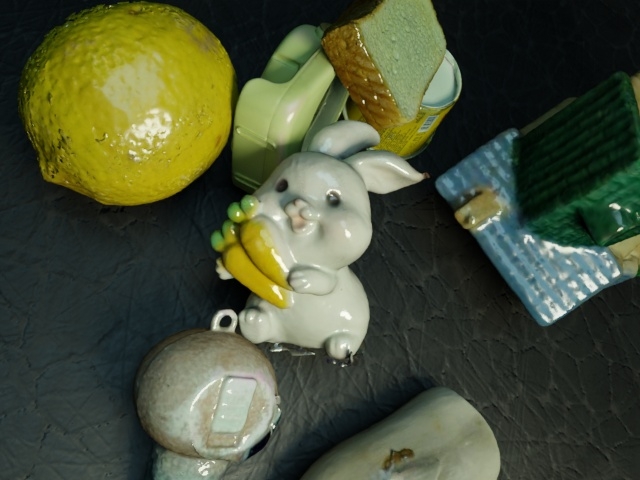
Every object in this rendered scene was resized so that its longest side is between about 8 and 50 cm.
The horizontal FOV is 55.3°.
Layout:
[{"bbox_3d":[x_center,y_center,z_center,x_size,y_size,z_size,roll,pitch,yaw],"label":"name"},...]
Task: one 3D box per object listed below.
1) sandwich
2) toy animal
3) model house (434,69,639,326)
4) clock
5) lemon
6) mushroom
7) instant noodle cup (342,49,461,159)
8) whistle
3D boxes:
[{"bbox_3d":[0.097,-0.281,0.863,0.186,0.065,0.214,55,48,-33],"label":"sandwich"},{"bbox_3d":[-0.001,0.002,0.821,0.247,0.183,0.309,-18,120,-48],"label":"toy animal"},{"bbox_3d":[0.413,-0.063,0.936,0.343,0.382,0.334,-30,82,-31],"label":"model house"},{"bbox_3d":[-0.023,-0.219,0.927,0.096,0.235,0.308,28,59,7],"label":"clock"},{"bbox_3d":[-0.245,-0.186,0.819,0.310,0.258,0.258,-38,87,-25],"label":"lemon"},{"bbox_3d":[0.071,0.346,0.824,0.397,0.126,0.177,-18,88,-28],"label":"mushroom"},{"bbox_3d":[0.146,-0.249,1.039,0.182,0.144,0.182,6,70,-18],"label":"instant noodle cup"},{"bbox_3d":[-0.163,0.252,0.774,0.189,0.189,0.347,13,90,-15],"label":"whistle"}]
